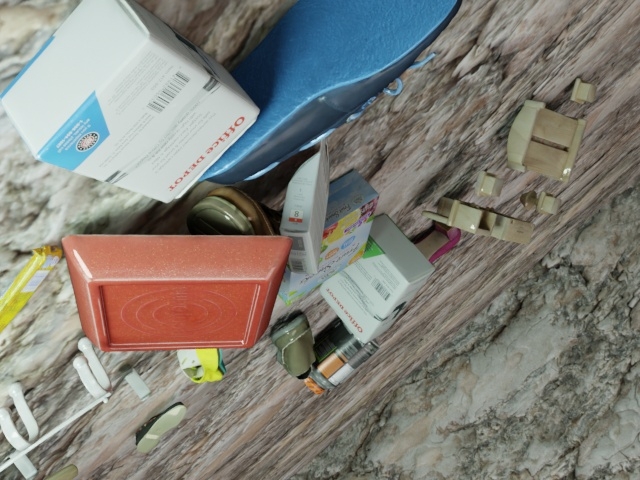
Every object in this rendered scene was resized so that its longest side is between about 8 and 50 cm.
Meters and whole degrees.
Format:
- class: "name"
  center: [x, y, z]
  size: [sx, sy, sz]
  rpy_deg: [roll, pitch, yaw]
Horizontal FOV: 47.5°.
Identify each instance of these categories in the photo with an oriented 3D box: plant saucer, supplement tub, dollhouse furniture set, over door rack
- class: "plant saucer"
  center: [-0.177, 0.078, 0.910]
  size: [0.258, 0.048, 0.258]
  rpy_deg: [1, 149, -12]
- class: "supplement tub"
  center: [0.039, 0.277, 1.755]
  size: [0.190, 0.117, 0.117]
  rpy_deg: [-41, 159, 5]
- class: "dollhouse furniture set"
  center: [0.374, -0.190, 1.488]
  size: [0.303, 0.173, 0.356]
  rpy_deg: [6, 102, -46]
- class: "over door rack"
  center: [-0.390, 0.247, 1.023]
  size: [0.239, 0.108, 0.324]
  rpy_deg: [-34, 172, -10]

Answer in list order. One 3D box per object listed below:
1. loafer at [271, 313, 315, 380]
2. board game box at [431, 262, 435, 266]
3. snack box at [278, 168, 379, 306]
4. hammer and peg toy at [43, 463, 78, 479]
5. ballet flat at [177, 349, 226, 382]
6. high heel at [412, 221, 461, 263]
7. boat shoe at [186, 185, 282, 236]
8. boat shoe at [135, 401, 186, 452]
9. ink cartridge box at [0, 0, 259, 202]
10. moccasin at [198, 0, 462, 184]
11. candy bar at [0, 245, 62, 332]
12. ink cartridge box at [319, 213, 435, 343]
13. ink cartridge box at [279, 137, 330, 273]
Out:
- class: "loafer"
  center: [-0.044, 0.238, 1.577]
  size: [0.094, 0.087, 0.251]
  rpy_deg: [-34, 158, -14]
- class: "board game box"
  center: [0.186, 0.116, 1.740]
  size: [0.170, 0.048, 0.141]
  rpy_deg: [-49, 168, 23]
- class: "snack box"
  center: [0.000, 0.000, 1.200]
  size: [0.174, 0.070, 0.207]
  rpy_deg: [-33, 160, -20]
- class: "hammer and peg toy"
  center: [-0.513, 0.479, 1.107]
  size: [0.265, 0.127, 0.361]
  rpy_deg: [-17, 166, -46]
- class: "ballet flat"
  center: [-0.208, 0.200, 1.260]
  size: [0.077, 0.077, 0.231]
  rpy_deg: [-16, 155, -12]
- class: "high heel"
  center: [0.224, 0.039, 1.644]
  size: [0.244, 0.082, 0.117]
  rpy_deg: [-47, 155, -13]
- class: "boat shoe"
  center: [-0.102, -0.008, 0.986]
  size: [0.104, 0.110, 0.307]
  rpy_deg: [-50, 170, -20]
- class: "boat shoe"
  center: [-0.319, 0.362, 1.439]
  size: [0.133, 0.042, 0.049]
  rpy_deg: [-45, 133, 12]
- class: "ink cartridge box"
  center: [-0.164, -0.123, 0.663]
  size: [0.139, 0.082, 0.190]
  rpy_deg: [-43, 160, 11]
- class: "moccasin"
  center: [-0.003, -0.184, 0.785]
  size: [0.341, 0.138, 0.117]
  rpy_deg: [-30, 166, 14]
- class: "candy bar"
  center: [-0.346, 0.064, 0.823]
  size: [0.161, 0.018, 0.040]
  rpy_deg: [-47, 161, 18]
- class: "ink cartridge box"
  center: [0.104, 0.077, 1.414]
  size: [0.086, 0.153, 0.208]
  rpy_deg: [-22, 154, -40]
- class: "ink cartridge box"
  center: [-0.018, -0.062, 0.989]
  size: [0.045, 0.179, 0.145]
  rpy_deg: [3, 156, 5]
